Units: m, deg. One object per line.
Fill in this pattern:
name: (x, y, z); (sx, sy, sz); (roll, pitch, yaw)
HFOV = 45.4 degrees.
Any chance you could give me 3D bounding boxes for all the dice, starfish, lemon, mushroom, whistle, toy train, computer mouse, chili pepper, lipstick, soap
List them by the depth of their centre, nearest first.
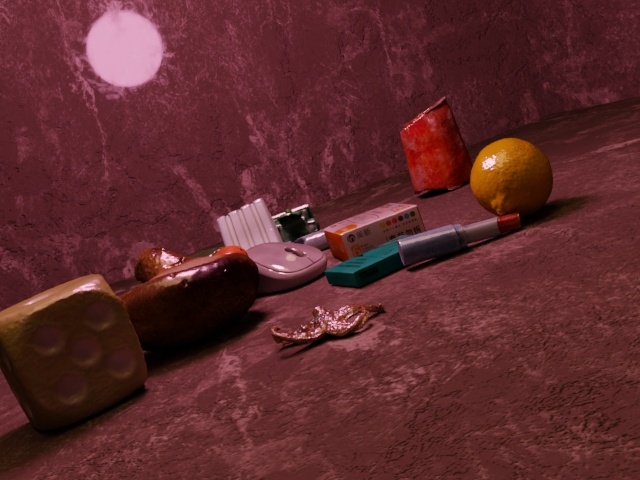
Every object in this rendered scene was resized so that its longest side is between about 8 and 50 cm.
starfish: (0.016, 0.151, 1.364); (0.210, 0.053, 0.150); (-17, 20, -13)
dice: (-0.484, 0.210, 1.463); (0.227, 0.233, 0.238); (-26, 9, -28)
lipstick: (0.304, -0.010, 1.640); (0.274, 0.061, 0.068); (-15, 5, -2)
mushroom: (-0.294, 0.130, 1.706); (0.345, 0.239, 0.345); (-30, 23, 14)
lemon: (0.434, -0.138, 1.736); (0.187, 0.186, 0.244); (-16, 23, 29)
computer mouse: (-0.123, 0.063, 2.001); (0.184, 0.121, 0.297); (-25, 8, -42)
soap: (-0.199, 0.002, 2.244); (0.160, 0.087, 0.265); (-26, 38, -1)
whistle: (0.000, 0.000, 2.331); (0.312, 0.062, 0.062); (-19, 8, 3)
toy train: (-0.130, -0.017, 2.469); (0.266, 0.145, 0.202); (-19, 5, 4)
chili pepper: (0.388, -0.318, 2.680); (0.251, 0.305, 0.229); (-27, 8, -31)

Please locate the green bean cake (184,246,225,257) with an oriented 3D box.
green bean cake: (-0.389, 0.116, 2.286); (0.227, 0.124, 0.223); (-28, 14, -38)

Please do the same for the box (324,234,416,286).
box: (0.140, 0.043, 1.745); (0.226, 0.042, 0.161); (-24, 10, -21)

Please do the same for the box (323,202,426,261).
box: (0.139, -0.023, 2.024); (0.221, 0.091, 0.274); (-22, 7, -9)

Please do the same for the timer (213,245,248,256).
timer: (-0.229, 0.070, 1.918); (0.136, 0.099, 0.136); (-41, 11, 10)
